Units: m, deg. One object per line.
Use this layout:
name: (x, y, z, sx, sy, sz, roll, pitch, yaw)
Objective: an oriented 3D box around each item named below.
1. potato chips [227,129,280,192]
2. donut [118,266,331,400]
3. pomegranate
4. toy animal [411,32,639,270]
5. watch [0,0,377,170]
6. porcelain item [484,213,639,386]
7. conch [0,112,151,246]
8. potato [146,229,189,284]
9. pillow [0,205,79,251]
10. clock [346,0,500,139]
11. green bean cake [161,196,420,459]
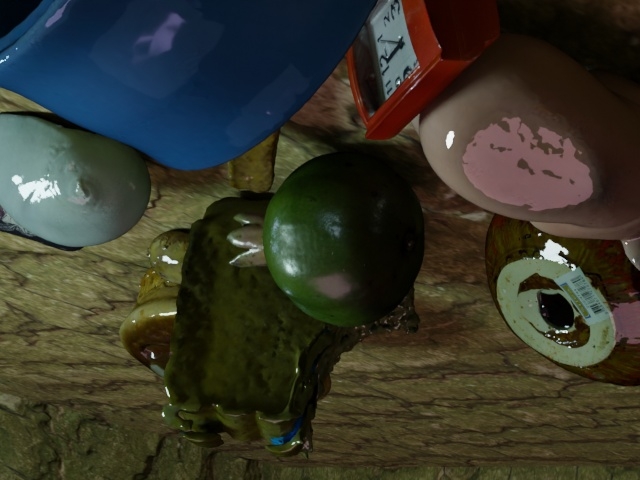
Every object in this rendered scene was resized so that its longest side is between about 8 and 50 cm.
potato chips: (-0.054, -0.137, 0.937, 0.057, 0.080, 0.407, -3, 165, -9)
donut: (-0.133, 0.143, 1.616, 0.330, 0.159, 0.330, 12, 144, 9)
pomegranate: (0.000, -0.002, 1.134, 0.225, 0.187, 0.187, -2, 157, 33)
toy animal: (0.202, -0.081, 0.857, 0.250, 0.154, 0.166, 16, 115, -22)
watch: (-0.047, -0.183, 0.511, 0.241, 0.274, 0.305, 24, 161, -34)
porcelain item: (0.301, 0.015, 1.050, 0.253, 0.252, 0.253, 8, 160, 3)
conch: (-0.303, -0.071, 1.204, 0.221, 0.121, 0.184, 3, 130, 31)
potato: (-0.170, 0.026, 1.442, 0.138, 0.070, 0.091, 4, 161, 14)
pillow: (-0.405, -0.033, 1.414, 0.208, 0.055, 0.141, 19, 166, -23)
clock: (0.071, -0.153, 0.790, 0.061, 0.113, 0.155, -4, 165, -22)
green bean cake: (-0.027, 0.119, 1.282, 0.285, 0.309, 0.202, 10, 158, 5)
